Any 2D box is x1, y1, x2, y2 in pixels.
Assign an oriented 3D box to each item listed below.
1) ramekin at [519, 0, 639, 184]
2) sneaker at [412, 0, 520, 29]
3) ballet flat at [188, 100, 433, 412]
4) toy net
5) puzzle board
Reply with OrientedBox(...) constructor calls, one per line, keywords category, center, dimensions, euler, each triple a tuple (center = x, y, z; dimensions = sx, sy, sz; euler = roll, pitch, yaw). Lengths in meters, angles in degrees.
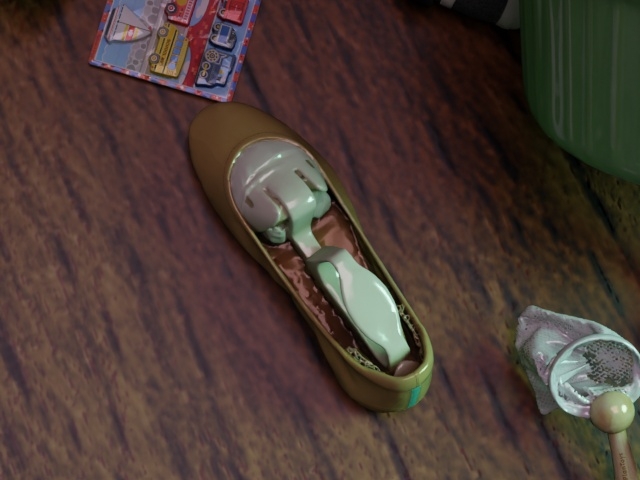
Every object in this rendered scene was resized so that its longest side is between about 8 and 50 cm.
OrientedBox(category="ramekin", center=(0.259, -0.142, 0.942), dimensions=(0.303, 0.303, 0.148), euler=(-6, 119, -9))
OrientedBox(category="sneaker", center=(0.102, -0.257, 1.054), dimensions=(0.121, 0.079, 0.217), euler=(15, 76, -5))
OrientedBox(category="ballet flat", center=(0.000, 0.000, 0.982), dimensions=(0.080, 0.073, 0.232), euler=(-35, 83, -15))
OrientedBox(category="toy net", center=(0.207, 0.119, 0.953), dimensions=(0.232, 0.122, 0.045), euler=(44, 34, 14))
OrientedBox(category="puzzle board", center=(-0.088, -0.161, 1.040), dimensions=(0.096, 0.011, 0.128), euler=(16, 75, -4))
